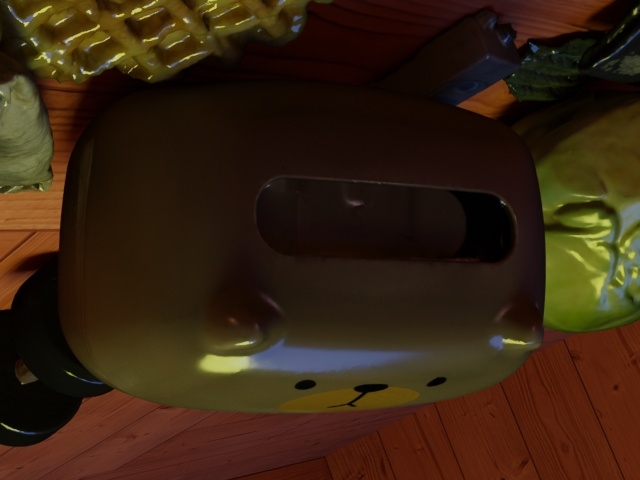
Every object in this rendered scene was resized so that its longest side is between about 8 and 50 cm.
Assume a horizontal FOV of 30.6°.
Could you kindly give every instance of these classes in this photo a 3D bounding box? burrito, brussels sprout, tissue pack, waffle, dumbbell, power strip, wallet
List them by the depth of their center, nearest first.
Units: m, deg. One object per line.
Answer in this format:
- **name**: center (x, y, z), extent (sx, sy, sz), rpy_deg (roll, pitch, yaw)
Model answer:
- **waffle**: center (-0.079, -0.187, 0.727), extent (0.301, 0.058, 0.281), rpy_deg (-33, 162, 33)
- **burrito**: center (-0.225, -0.081, 0.792), extent (0.082, 0.059, 0.275), rpy_deg (16, 169, -7)
- **tissue pack**: center (-0.004, 0.006, 0.952), extent (0.387, 0.267, 0.277), rpy_deg (4, 173, -29)
- **power strip**: center (0.066, -0.127, 1.125), extent (0.286, 0.048, 0.080), rpy_deg (-28, 161, 29)
- **wallet**: center (0.400, -0.214, 1.215), extent (0.170, 0.044, 0.321), rpy_deg (-44, 156, 30)
- **dumbbell**: center (-0.299, 0.123, 1.290), extent (0.152, 0.152, 0.218), rpy_deg (-5, 157, -44)
- **brussels sprout**: center (0.311, -0.047, 1.323), extent (0.344, 0.268, 0.344), rpy_deg (-41, 169, -10)

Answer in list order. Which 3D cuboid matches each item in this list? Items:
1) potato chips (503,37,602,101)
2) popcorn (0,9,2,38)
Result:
- **potato chips**: center (0.270, -0.182, 1.225), extent (0.207, 0.028, 0.092), rpy_deg (-9, 151, -37)
- **popcorn**: center (-0.303, -0.058, 0.564), extent (0.250, 0.242, 0.235), rpy_deg (9, -173, -44)
